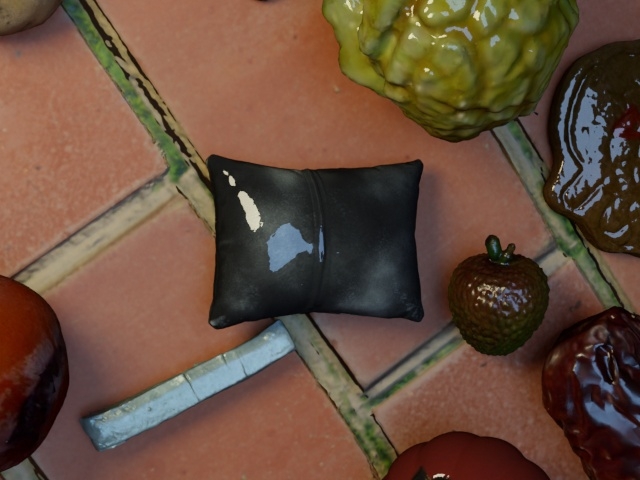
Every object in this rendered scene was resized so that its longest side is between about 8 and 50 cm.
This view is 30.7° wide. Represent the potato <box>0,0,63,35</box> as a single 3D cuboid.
[{"bbox_3d":[-0.326,-0.258,1.143,0.147,0.112,0.112,30,87,-13],"label":"potato"}]

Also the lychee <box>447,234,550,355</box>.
[{"bbox_3d":[0.200,0.063,1.317,0.114,0.114,0.146,-5,116,-15],"label":"lychee"}]

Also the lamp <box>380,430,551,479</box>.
[{"bbox_3d":[0.163,0.323,1.287,0.227,0.227,0.227,-2,96,-16],"label":"lamp"}]

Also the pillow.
[{"bbox_3d":[0.000,0.000,1.257,0.250,0.106,0.186,-1,88,-18],"label":"pillow"}]

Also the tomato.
[{"bbox_3d":[-0.338,0.131,1.120,0.184,0.208,0.208,8,93,3],"label":"tomato"}]

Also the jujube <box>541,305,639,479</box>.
[{"bbox_3d":[0.392,0.233,1.351,0.216,0.216,0.342,-41,97,-8],"label":"jujube"}]

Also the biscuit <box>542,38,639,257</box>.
[{"bbox_3d":[0.394,-0.106,1.389,0.273,0.049,0.257,12,92,-15],"label":"biscuit"}]

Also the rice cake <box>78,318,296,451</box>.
[{"bbox_3d":[-0.140,0.157,1.265,0.245,0.042,0.045,-26,90,-13],"label":"rice cake"}]

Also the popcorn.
[{"bbox_3d":[0.132,-0.237,1.184,0.282,0.282,0.247,17,120,-17],"label":"popcorn"}]
